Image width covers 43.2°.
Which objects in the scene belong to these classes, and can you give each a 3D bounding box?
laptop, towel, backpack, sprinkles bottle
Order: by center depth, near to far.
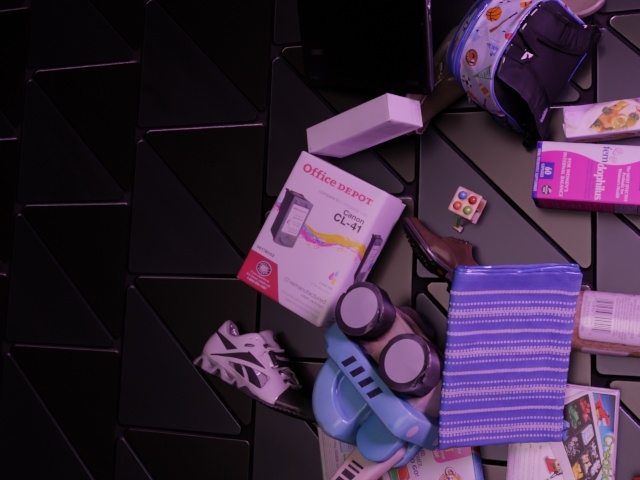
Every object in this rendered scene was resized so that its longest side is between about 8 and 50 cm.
[{"bbox_3d":[0.330,0.203,1.405,0.243,0.040,0.336,0,102,-14],"label":"towel"},{"bbox_3d":[0.565,0.154,1.456,0.355,0.121,0.121,5,85,22],"label":"sprinkles bottle"},{"bbox_3d":[0.367,-0.355,1.520,0.213,0.263,0.277,30,95,30],"label":"backpack"},{"bbox_3d":[0.154,-0.532,1.674,0.381,0.236,0.408,16,118,48],"label":"laptop"}]

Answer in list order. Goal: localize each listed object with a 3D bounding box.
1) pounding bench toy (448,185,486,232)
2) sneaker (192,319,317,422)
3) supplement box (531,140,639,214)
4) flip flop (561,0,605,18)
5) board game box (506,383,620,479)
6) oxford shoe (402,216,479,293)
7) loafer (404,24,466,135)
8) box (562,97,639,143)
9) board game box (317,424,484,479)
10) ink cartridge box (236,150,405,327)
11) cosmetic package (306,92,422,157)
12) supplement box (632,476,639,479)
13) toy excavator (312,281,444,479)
[{"bbox_3d":[0.287,-0.057,1.620,0.052,0.065,0.083,28,94,22],"label":"pounding bench toy"},{"bbox_3d":[-0.113,0.267,1.700,0.330,0.122,0.146,25,79,28],"label":"sneaker"},{"bbox_3d":[0.517,-0.116,1.515,0.219,0.114,0.111,5,84,20],"label":"supplement box"},{"bbox_3d":[0.460,-0.556,1.608,0.112,0.080,0.277,-31,73,15],"label":"flip flop"},{"bbox_3d":[0.447,0.420,1.504,0.192,0.053,0.306,4,85,22],"label":"board game box"},{"bbox_3d":[0.254,0.026,1.627,0.096,0.083,0.227,-38,68,-11],"label":"oxford shoe"},{"bbox_3d":[0.252,-0.319,1.652,0.087,0.094,0.251,34,96,26],"label":"loafer"},{"bbox_3d":[0.623,-0.233,1.513,0.323,0.067,0.063,-5,82,20],"label":"box"},{"bbox_3d":[0.161,0.472,1.603,0.316,0.064,0.242,-9,80,20],"label":"board game box"},{"bbox_3d":[0.000,0.000,1.691,0.226,0.131,0.306,29,95,22],"label":"ink cartridge box"},{"bbox_3d":[0.086,-0.232,1.651,0.239,0.098,0.061,-16,78,46],"label":"cosmetic package"},{"bbox_3d":[0.593,0.542,1.420,0.080,0.078,0.234,-5,81,21],"label":"supplement box"},{"bbox_3d":[0.093,0.373,1.500,0.445,0.222,0.433,-48,51,9],"label":"toy excavator"}]
